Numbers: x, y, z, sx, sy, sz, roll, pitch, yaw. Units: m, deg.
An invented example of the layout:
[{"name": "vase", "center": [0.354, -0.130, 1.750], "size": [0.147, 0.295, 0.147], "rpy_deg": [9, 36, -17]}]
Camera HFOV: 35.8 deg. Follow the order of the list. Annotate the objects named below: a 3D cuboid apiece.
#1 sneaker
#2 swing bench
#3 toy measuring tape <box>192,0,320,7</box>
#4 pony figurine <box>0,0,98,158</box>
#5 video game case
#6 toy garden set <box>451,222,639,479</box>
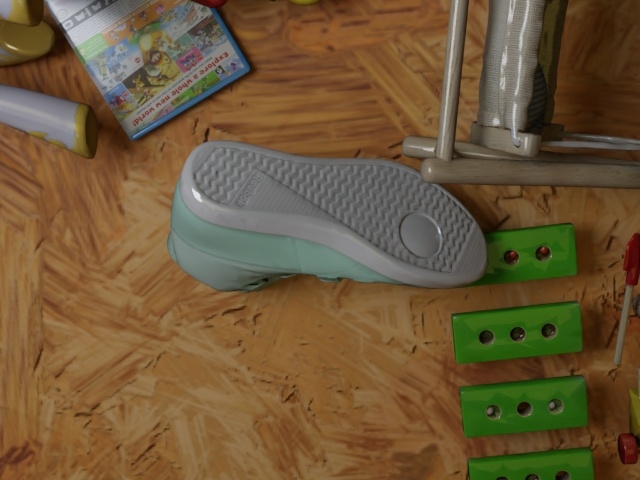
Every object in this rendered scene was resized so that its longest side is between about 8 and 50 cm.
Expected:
[{"name": "sneaker", "center": [0.000, -0.001, 0.815], "size": [0.256, 0.151, 0.094], "rpy_deg": [14, 62, -13]}, {"name": "swing bench", "center": [0.204, -0.168, 0.743], "size": [0.255, 0.165, 0.253], "rpy_deg": [4, 102, -1]}, {"name": "toy measuring tape", "center": [-0.137, -0.263, 0.731], "size": [0.330, 0.121, 0.121], "rpy_deg": [26, 101, -12]}, {"name": "pony figurine", "center": [-0.358, -0.173, 0.675], "size": [0.363, 0.351, 0.302], "rpy_deg": [3, 68, 0]}, {"name": "video game case", "center": [-0.150, -0.183, 0.816], "size": [0.119, 0.015, 0.166], "rpy_deg": [-30, 101, 6]}, {"name": "toy garden set", "center": [0.219, 0.102, 0.864], "size": [0.204, 0.049, 0.244], "rpy_deg": [-6, 102, 3]}]
